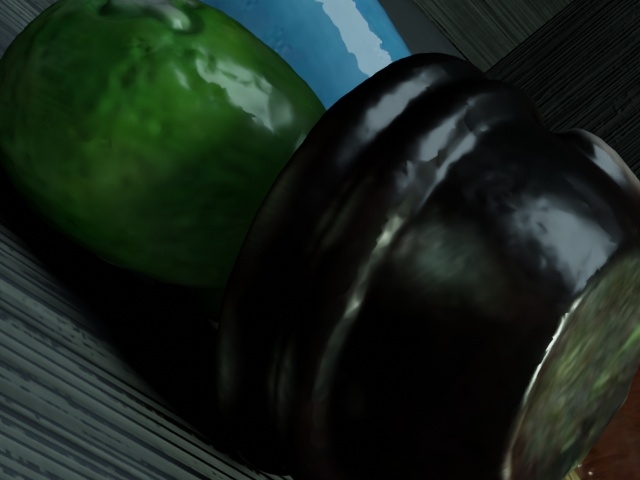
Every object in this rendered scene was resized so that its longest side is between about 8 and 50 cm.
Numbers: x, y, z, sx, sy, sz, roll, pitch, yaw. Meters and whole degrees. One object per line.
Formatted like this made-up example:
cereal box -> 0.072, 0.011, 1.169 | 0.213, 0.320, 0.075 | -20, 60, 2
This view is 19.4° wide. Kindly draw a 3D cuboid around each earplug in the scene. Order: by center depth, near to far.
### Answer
earplug -> 0.002, -0.077, 1.060 | 0.273, 0.132, 0.132 | 55, 11, 5

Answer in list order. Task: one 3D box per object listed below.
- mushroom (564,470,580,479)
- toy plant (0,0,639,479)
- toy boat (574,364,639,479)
mushroom -> 0.071, 0.110, 0.844 | 0.094, 0.072, 0.210 | 50, 8, 38
toy plant -> 0.000, 0.000, 0.714 | 0.235, 0.175, 0.218 | 25, -9, 25
toy boat -> 0.169, 0.129, 0.923 | 0.099, 0.141, 0.318 | -35, 108, -53
